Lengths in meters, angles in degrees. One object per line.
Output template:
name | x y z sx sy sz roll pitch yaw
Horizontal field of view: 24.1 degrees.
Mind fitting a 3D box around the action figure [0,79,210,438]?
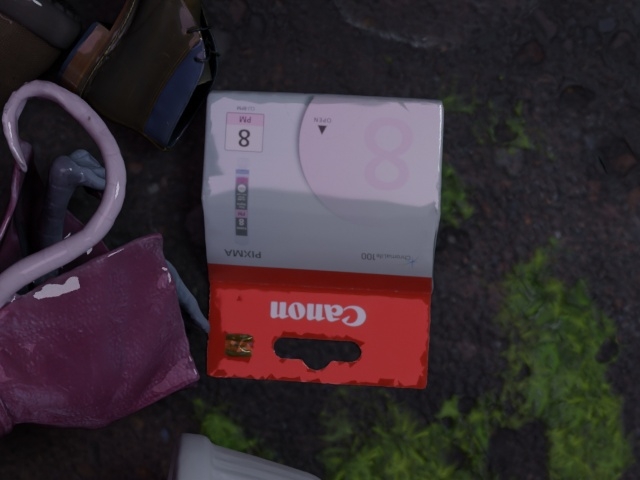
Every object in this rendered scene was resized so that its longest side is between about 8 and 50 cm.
action figure | -0.257 0.111 1.103 0.370 0.275 0.248 -38 66 -21

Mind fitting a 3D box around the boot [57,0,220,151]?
boot | -0.102 -0.175 1.182 0.106 0.082 0.219 42 107 3

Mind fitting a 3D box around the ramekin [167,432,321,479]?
ramekin | -0.063 0.284 1.114 0.127 0.273 0.273 8 93 -7

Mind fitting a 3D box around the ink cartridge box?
ink cartridge box | 0.000 0.000 1.193 0.189 0.066 0.232 3 89 6

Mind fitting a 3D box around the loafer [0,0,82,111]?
loafer | -0.373 -0.213 1.178 0.366 0.134 0.130 30 95 4
